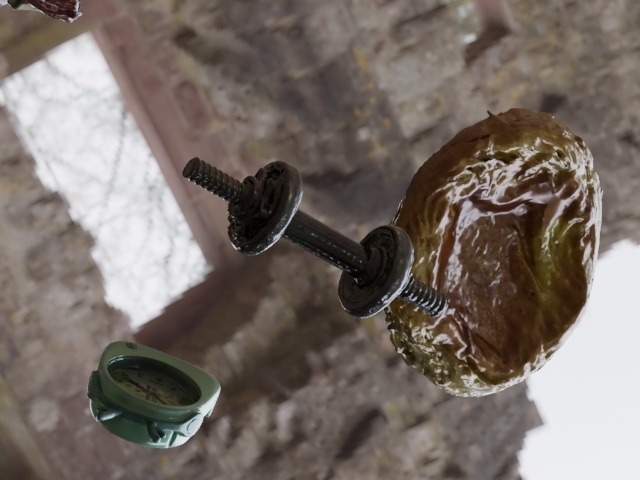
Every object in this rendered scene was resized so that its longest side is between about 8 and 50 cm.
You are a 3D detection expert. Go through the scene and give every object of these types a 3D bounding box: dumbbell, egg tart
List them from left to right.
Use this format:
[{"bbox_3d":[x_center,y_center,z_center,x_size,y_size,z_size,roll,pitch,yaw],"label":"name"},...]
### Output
[{"bbox_3d":[0.000,0.000,1.242,0.081,0.254,0.082,-41,-147,34],"label":"dumbbell"},{"bbox_3d":[0.190,0.008,1.874,0.352,0.352,0.150,-36,-145,-23],"label":"egg tart"}]

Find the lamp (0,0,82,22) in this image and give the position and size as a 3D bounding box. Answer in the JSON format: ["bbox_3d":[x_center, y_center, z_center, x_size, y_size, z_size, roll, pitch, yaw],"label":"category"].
[{"bbox_3d":[-0.380,-0.265,1.650,0.215,0.151,0.223,-12,-140,-45],"label":"lamp"}]

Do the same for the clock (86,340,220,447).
[{"bbox_3d":[-0.222,0.203,2.008,0.159,0.066,0.211,22,-162,3],"label":"clock"}]
